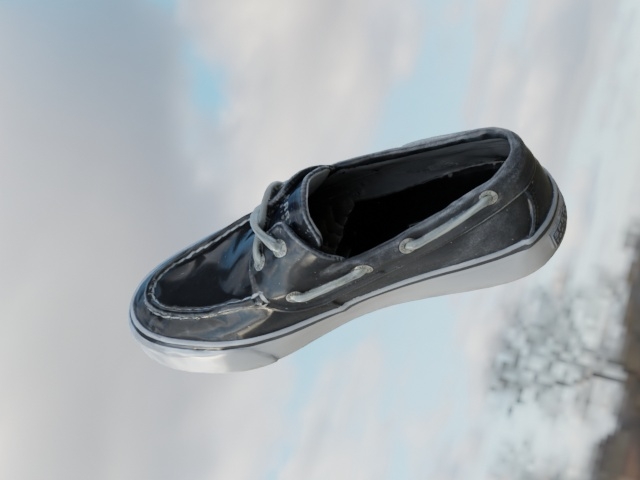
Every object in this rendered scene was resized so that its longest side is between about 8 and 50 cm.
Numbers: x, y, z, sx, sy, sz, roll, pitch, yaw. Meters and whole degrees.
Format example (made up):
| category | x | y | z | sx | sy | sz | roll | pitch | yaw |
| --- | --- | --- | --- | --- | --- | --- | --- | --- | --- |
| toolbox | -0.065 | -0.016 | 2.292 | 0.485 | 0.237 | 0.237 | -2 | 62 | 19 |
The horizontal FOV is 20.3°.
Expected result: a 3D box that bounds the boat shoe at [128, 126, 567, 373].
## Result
| category | x | y | z | sx | sy | sz | roll | pitch | yaw |
| --- | --- | --- | --- | --- | --- | --- | --- | --- | --- |
| boat shoe | 0.000 | 0.000 | 1.131 | 0.102 | 0.301 | 0.108 | 50 | -148 | -48 |
